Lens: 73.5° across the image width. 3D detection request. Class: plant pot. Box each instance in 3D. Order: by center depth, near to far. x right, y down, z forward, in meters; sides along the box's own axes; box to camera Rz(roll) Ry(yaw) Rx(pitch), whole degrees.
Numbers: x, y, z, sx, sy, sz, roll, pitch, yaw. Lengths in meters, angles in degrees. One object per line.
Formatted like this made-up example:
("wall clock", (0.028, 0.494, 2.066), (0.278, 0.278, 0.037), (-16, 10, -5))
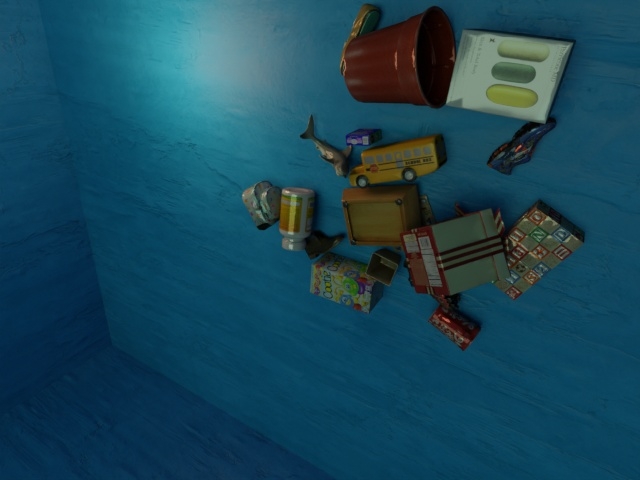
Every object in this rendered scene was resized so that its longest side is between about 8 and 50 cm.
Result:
("plant pot", (0.230, -0.529, 1.297), (0.265, 0.272, 0.272), (8, 118, 39))
("plant pot", (0.257, 0.093, 1.684), (0.109, 0.096, 0.109), (28, 126, 19))

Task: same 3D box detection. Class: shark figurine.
("shark figurine", (0.053, -0.343, 1.616), (0.116, 0.166, 0.278), (-44, 67, 14))

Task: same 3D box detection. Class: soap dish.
("soap dish", (0.222, -0.083, 1.592), (0.291, 0.118, 0.228), (1, 113, 31))

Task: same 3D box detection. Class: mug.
("mug", (0.507, 0.314, 1.620), (0.169, 0.113, 0.150), (37, 154, 18))

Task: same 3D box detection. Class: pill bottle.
("pill bottle", (-0.100, -0.088, 1.769), (0.137, 0.136, 0.245), (15, 108, 27))

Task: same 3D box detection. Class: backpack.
("backpack", (-0.234, -0.161, 1.828), (0.145, 0.166, 0.188), (-29, 99, 38))

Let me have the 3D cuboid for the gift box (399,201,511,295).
("gift box", (0.438, 0.018, 1.380), (0.255, 0.259, 0.275), (178, 78, -73))

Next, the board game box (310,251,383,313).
("board game box", (0.111, 0.170, 1.787), (0.276, 0.144, 0.141), (17, 121, 24))

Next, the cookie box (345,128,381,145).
("cookie box", (0.153, -0.364, 1.512), (0.092, 0.107, 0.040), (9, 119, 30))

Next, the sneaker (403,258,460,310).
("sneaker", (0.412, 0.154, 1.616), (0.135, 0.098, 0.276), (-32, 97, 46))

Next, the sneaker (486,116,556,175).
("sneaker", (0.612, -0.282, 1.288), (0.087, 0.083, 0.221), (39, 135, -6))

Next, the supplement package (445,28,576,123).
("supplement package", (0.517, -0.456, 1.172), (0.263, 0.198, 0.199), (20, 122, 23))

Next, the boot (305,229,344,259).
("boot", (0.000, 0.000, 1.813), (0.219, 0.082, 0.106), (-30, 98, 41))

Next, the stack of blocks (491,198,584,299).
("stack of blocks", (0.669, 0.035, 1.394), (0.171, 0.087, 0.297), (40, 128, 10))

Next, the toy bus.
("toy bus", (0.258, -0.270, 1.491), (0.333, 0.108, 0.130), (-4, 111, 34))

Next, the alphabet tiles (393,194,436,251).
("alphabet tiles", (0.344, -0.041, 1.617), (0.199, 0.009, 0.237), (-12, 106, 36))

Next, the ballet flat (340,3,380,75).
("ballet flat", (0.121, -0.662, 1.419), (0.073, 0.080, 0.232), (58, 133, 32))
